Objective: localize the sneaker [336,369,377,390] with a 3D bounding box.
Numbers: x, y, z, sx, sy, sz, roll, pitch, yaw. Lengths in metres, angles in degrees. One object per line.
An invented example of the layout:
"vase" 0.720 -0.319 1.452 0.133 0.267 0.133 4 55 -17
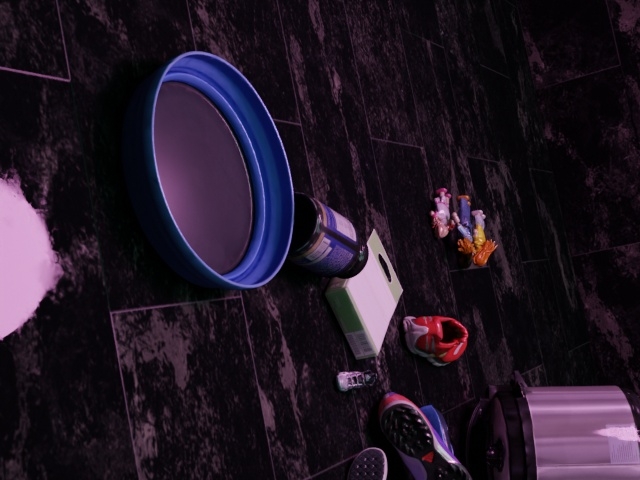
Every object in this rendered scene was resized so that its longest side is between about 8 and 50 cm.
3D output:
"sneaker" 0.077 0.269 1.850 0.098 0.069 0.038 0 78 -62

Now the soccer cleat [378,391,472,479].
"soccer cleat" 0.223 0.448 1.959 0.318 0.108 0.116 56 3 -11

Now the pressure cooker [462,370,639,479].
"pressure cooker" 0.553 0.526 2.282 0.370 0.420 0.376 -91 179 -65

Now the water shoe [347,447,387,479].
"water shoe" 0.085 0.493 1.787 0.080 0.073 0.203 76 22 -54

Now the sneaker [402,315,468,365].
"sneaker" 0.294 0.231 2.216 0.279 0.118 0.107 18 63 -58

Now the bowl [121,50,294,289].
"bowl" -0.176 -0.108 1.542 0.391 0.077 0.391 33 50 -52

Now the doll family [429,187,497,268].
"doll family" 0.387 -0.023 2.501 0.263 0.118 0.163 44 42 -46

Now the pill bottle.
"pill bottle" 0.000 0.000 1.770 0.219 0.122 0.123 31 52 -54

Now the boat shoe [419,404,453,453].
"boat shoe" 0.267 0.490 2.068 0.089 0.109 0.258 36 50 -56

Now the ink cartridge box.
"ink cartridge box" 0.094 0.108 1.969 0.171 0.056 0.235 64 27 -23
